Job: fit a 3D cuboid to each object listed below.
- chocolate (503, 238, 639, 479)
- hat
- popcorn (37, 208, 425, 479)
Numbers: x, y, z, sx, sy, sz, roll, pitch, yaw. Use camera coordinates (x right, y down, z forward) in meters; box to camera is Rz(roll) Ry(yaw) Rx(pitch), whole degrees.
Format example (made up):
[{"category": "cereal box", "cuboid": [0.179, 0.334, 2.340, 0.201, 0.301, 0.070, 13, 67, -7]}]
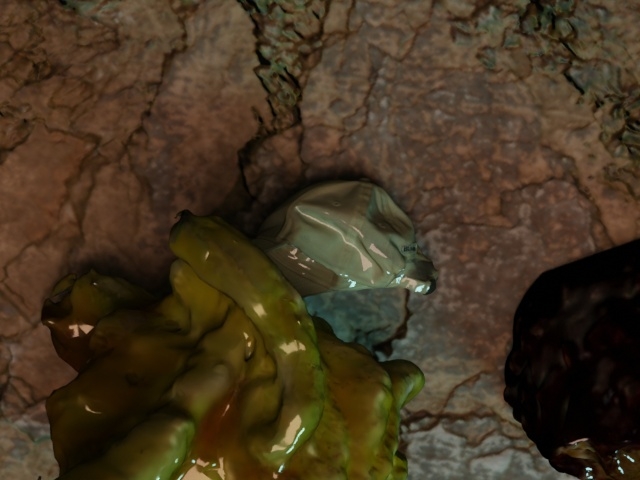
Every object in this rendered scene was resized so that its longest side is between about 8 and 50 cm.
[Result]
[{"category": "chocolate", "cuboid": [0.255, 0.131, 1.499, 0.224, 0.177, 0.206, -19, 112, 10]}, {"category": "hat", "cuboid": [-0.005, 0.005, 1.507, 0.166, 0.081, 0.122, -12, 154, 21]}, {"category": "popcorn", "cuboid": [-0.065, 0.137, 1.424, 0.290, 0.321, 0.325, 9, 108, -8]}]
